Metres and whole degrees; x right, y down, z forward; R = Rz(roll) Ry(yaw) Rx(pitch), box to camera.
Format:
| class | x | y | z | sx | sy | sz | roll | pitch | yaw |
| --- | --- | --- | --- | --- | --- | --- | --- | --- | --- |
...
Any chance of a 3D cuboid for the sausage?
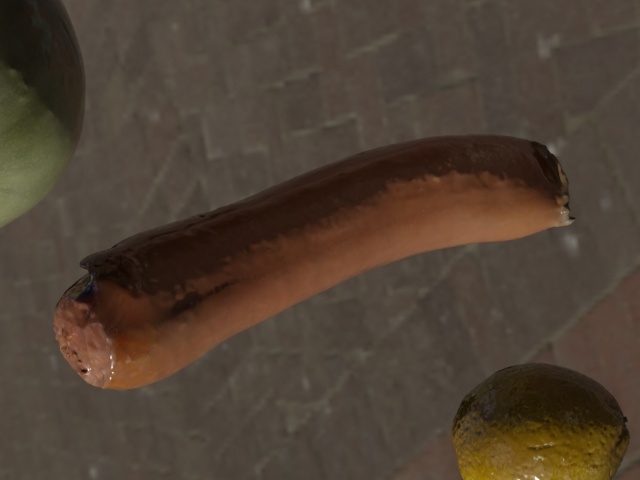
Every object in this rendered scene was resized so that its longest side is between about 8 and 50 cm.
| class | x | y | z | sx | sy | sz | roll | pitch | yaw |
| --- | --- | --- | --- | --- | --- | --- | --- | --- | --- |
| sausage | 0.000 | 0.001 | 0.510 | 0.047 | 0.177 | 0.040 | 35 | 136 | 44 |

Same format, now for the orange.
| class | x | y | z | sx | sy | sz | roll | pitch | yaw |
| --- | --- | --- | --- | --- | --- | --- | --- | --- | --- |
| orange | 0.120 | 0.108 | 0.898 | 0.085 | 0.095 | 0.085 | -11 | -90 | -80 |

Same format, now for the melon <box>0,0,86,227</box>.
| class | x | y | z | sx | sy | sz | roll | pitch | yaw |
| --- | --- | --- | --- | --- | --- | --- | --- | --- | --- |
| melon | -0.312 | -0.129 | 1.304 | 0.308 | 0.272 | 0.271 | 56 | 146 | 41 |
